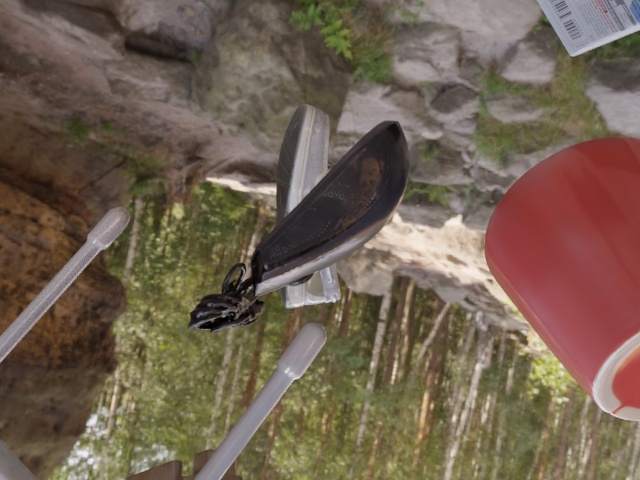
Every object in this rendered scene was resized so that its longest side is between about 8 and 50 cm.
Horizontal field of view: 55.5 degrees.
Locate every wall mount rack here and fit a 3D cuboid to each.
[{"bbox_3d":[-0.155,0.156,0.426,0.350,0.303,0.131,27,-162,29],"label":"wall mount rack"}]

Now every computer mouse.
[{"bbox_3d":[0.000,0.000,0.597,0.072,0.272,0.188,44,179,4],"label":"computer mouse"}]

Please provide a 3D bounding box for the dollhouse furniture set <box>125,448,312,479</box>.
[{"bbox_3d":[-0.099,0.399,0.762,0.304,0.173,0.356,21,144,-30],"label":"dollhouse furniture set"}]

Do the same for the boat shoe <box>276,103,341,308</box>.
[{"bbox_3d":[-0.010,-0.046,0.923,0.103,0.320,0.118,-2,-159,-13],"label":"boat shoe"}]

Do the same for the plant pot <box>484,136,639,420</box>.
[{"bbox_3d":[0.363,0.055,0.717,0.275,0.274,0.243,11,-144,-18],"label":"plant pot"}]

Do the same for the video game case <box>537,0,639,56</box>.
[{"bbox_3d":[0.356,-0.422,0.774,0.329,0.036,0.300,53,162,-12],"label":"video game case"}]
